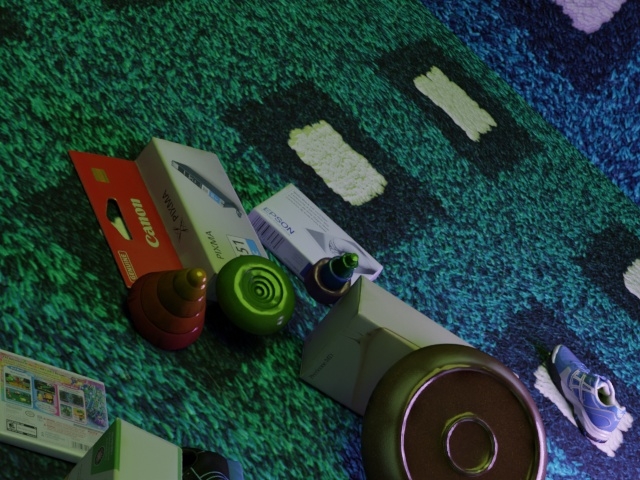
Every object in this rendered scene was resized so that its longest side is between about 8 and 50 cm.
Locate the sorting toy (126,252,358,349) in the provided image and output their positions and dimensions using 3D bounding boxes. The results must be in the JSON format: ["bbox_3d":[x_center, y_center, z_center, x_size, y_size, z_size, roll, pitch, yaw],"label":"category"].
[{"bbox_3d":[-0.091,0.059,2.150,0.366,0.126,0.127,-8,68,-34],"label":"sorting toy"}]

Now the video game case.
[{"bbox_3d":[-0.334,0.210,1.853,0.157,0.019,0.143,22,32,-29],"label":"video game case"}]

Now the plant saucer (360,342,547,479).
[{"bbox_3d":[0.207,0.300,2.170,0.311,0.050,0.310,5,76,-23],"label":"plant saucer"}]

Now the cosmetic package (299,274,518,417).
[{"bbox_3d":[0.139,0.209,2.291,0.309,0.160,0.113,31,28,-15],"label":"cosmetic package"}]

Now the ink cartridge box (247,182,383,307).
[{"bbox_3d":[0.000,0.000,2.542,0.223,0.045,0.224,42,27,4],"label":"ink cartridge box"}]

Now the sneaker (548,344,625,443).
[{"bbox_3d":[0.488,0.267,2.721,0.080,0.081,0.211,12,37,-40],"label":"sneaker"}]

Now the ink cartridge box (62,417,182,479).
[{"bbox_3d":[-0.241,0.321,1.600,0.093,0.212,0.154,30,28,-25],"label":"ink cartridge box"}]

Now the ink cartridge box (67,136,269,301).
[{"bbox_3d":[-0.224,-0.037,2.299,0.261,0.066,0.296,12,39,-44],"label":"ink cartridge box"}]

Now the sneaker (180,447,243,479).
[{"bbox_3d":[-0.135,0.329,1.834,0.090,0.081,0.232,20,13,-19],"label":"sneaker"}]
